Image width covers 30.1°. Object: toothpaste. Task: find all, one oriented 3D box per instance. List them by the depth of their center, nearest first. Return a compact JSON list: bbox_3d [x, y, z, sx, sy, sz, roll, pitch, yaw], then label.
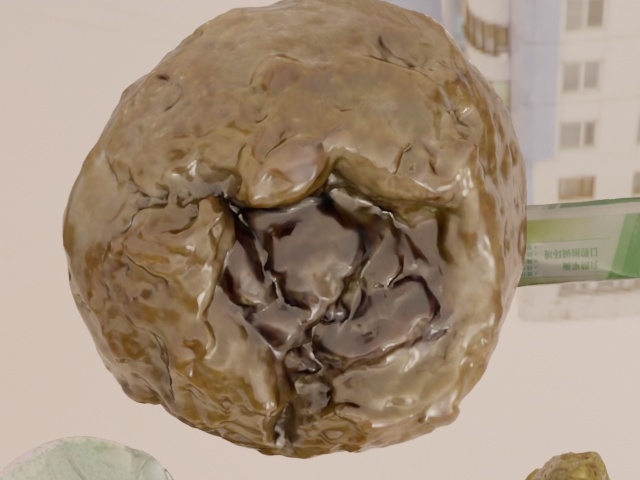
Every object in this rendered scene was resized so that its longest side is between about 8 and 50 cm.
[{"bbox_3d":[0.178,0.002,0.827,0.247,0.078,0.047,-4,-156,5],"label":"toothpaste"}]

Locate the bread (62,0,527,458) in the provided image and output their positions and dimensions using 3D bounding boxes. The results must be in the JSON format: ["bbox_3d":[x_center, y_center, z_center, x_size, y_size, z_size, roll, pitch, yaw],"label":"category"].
[{"bbox_3d":[0.000,0.000,0.561,0.230,0.230,0.123,-26,-160,-14],"label":"bread"}]

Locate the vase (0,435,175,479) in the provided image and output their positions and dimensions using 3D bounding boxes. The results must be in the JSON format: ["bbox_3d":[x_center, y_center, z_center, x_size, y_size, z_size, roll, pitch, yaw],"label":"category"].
[{"bbox_3d":[-0.132,0.329,0.851,0.249,0.250,0.445,-24,-147,-13],"label":"vase"}]

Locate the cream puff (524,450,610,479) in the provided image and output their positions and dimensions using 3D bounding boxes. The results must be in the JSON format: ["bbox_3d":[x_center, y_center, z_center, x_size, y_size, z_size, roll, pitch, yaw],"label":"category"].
[{"bbox_3d":[0.188,0.196,0.900,0.058,0.083,0.083,36,-82,0],"label":"cream puff"}]
